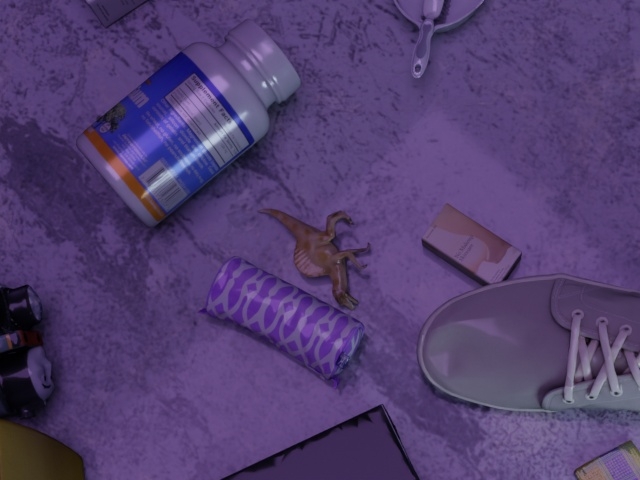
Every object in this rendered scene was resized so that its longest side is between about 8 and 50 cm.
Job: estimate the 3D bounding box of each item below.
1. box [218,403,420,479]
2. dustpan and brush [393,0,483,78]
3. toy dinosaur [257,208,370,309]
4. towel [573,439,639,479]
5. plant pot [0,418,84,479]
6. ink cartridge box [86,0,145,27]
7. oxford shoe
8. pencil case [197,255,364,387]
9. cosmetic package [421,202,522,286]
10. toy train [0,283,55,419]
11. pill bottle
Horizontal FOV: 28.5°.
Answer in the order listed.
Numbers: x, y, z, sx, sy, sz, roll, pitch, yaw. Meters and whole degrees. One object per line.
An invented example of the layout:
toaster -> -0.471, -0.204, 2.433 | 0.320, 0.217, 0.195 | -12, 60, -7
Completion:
box -> -0.019, 0.296, 1.450 | 0.261, 0.184, 0.103 | -25, 71, -1
dustpan and brush -> 0.147, -0.301, 1.654 | 0.147, 0.060, 0.211 | 10, 76, 9
toy dinosaur -> 0.000, 0.000, 1.595 | 0.093, 0.053, 0.183 | -39, 74, -3
towel -> 0.350, 0.282, 1.500 | 0.083, 0.009, 0.060 | -30, 73, -2
plant pot -> -0.398, 0.323, 1.452 | 0.212, 0.187, 0.212 | -16, 52, 2
ink cartridge box -> -0.258, -0.415, 1.720 | 0.203, 0.086, 0.148 | -35, 74, -3
oxford shoe -> 0.336, 0.130, 1.470 | 0.449, 0.130, 0.169 | 4, 95, 9
pencil case -> -0.044, 0.099, 1.562 | 0.206, 0.086, 0.088 | 29, 108, 14
cosmetic package -> 0.189, 0.010, 1.575 | 0.115, 0.041, 0.060 | 33, 82, 14
toy train -> -0.497, 0.168, 1.574 | 0.334, 0.142, 0.190 | -17, 86, 0
pill bottle -> -0.162, -0.156, 1.605 | 0.272, 0.152, 0.152 | -41, 74, -5
